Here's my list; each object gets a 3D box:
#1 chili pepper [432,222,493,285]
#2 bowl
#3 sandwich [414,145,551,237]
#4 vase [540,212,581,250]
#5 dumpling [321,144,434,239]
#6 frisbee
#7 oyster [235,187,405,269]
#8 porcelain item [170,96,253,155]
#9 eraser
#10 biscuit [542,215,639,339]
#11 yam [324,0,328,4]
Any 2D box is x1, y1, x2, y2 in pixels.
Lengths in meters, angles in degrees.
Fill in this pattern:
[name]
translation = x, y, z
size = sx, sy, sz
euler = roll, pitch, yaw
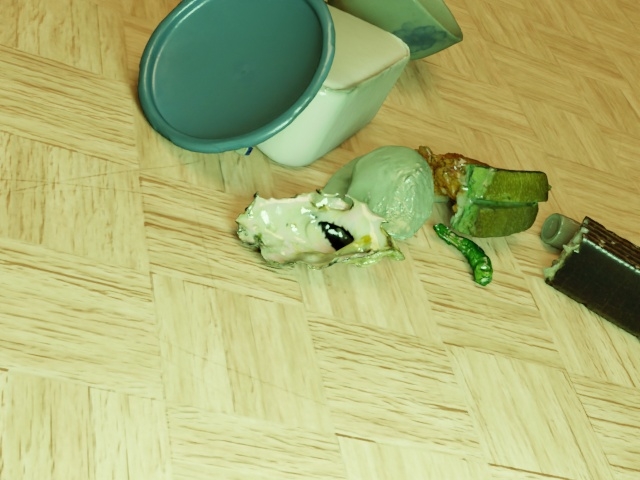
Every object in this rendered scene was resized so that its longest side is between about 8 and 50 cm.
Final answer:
[chili pepper]
translation = 0.213, 0.015, 1.721
size = 0.118, 0.035, 0.055
euler = 52, 22, 24
[bowl]
translation = 0.106, -0.417, 2.098
size = 0.289, 0.146, 0.289
euler = 44, 20, -21
[sandwich]
translation = 0.236, -0.072, 1.809
size = 0.185, 0.109, 0.160
euler = 1, 15, -45
[vase]
translation = 0.401, -0.004, 1.888
size = 0.101, 0.053, 0.053
euler = 21, 33, -23
[dumpling]
translation = 0.090, -0.078, 1.679
size = 0.153, 0.108, 0.219
euler = 26, 29, -9
[frisbee]
translation = -0.112, -0.238, 1.633
size = 0.289, 0.289, 0.049
euler = 54, 0, 33
[oyster]
translation = -0.007, -0.006, 1.544
size = 0.209, 0.072, 0.132
euler = -13, 56, -24
[porcelain item]
translation = -0.146, -0.170, 1.692
size = 0.136, 0.021, 0.075
euler = 33, 27, 2
[eraser]
translation = -0.033, -0.242, 1.773
size = 0.331, 0.150, 0.331
euler = 23, 30, -14
[biscuit]
translation = 0.456, 0.071, 1.778
size = 0.252, 0.106, 0.070
euler = 30, 33, 1
[yam]
translation = -0.070, -0.427, 2.072
size = 0.169, 0.068, 0.068
euler = 22, 32, -13
